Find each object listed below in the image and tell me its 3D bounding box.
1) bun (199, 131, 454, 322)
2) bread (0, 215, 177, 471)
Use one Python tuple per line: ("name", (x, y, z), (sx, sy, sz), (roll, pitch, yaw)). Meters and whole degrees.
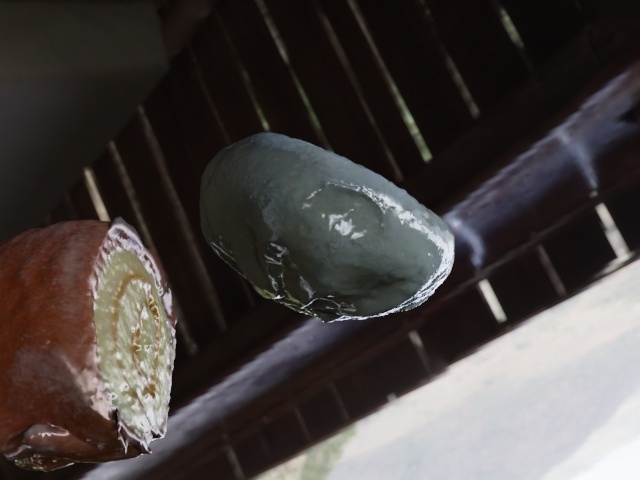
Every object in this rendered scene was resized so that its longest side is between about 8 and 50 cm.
("bun", (-0.002, -0.002, 1.494), (0.194, 0.354, 0.354), (-66, 165, -6))
("bread", (-0.210, 0.095, 1.015), (0.123, 0.244, 0.190), (-17, 129, 10))
